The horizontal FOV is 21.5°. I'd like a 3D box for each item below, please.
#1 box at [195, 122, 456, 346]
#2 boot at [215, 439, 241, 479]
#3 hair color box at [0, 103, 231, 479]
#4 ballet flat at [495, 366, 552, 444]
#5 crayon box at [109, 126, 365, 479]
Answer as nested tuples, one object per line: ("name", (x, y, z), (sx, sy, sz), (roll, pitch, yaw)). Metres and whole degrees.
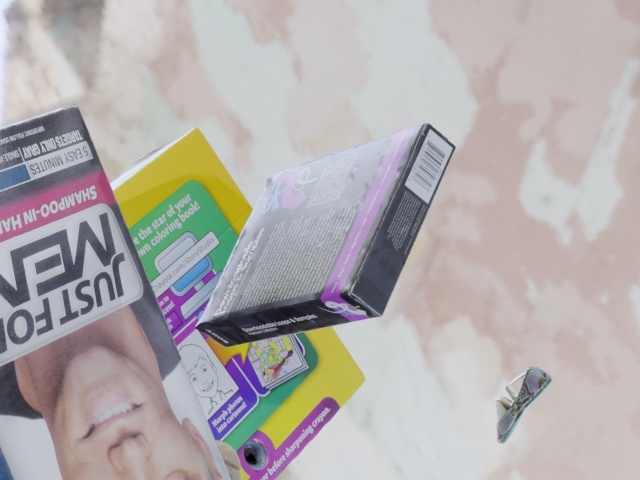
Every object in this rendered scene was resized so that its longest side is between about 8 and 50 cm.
("box", (0.000, 0.000, 0.974), (0.029, 0.116, 0.162), (38, -28, -25))
("boot", (-0.193, 0.217, 1.216), (0.206, 0.248, 0.090), (24, -18, 37))
("hair color box", (-0.165, 0.108, 1.014), (0.105, 0.174, 0.347), (-19, -85, 36))
("ballet flat", (0.224, 0.185, 1.933), (0.041, 0.041, 0.114), (50, -51, 26))
("crayon box", (-0.162, 0.115, 1.590), (0.106, 0.363, 0.313), (-26, -78, 45))
